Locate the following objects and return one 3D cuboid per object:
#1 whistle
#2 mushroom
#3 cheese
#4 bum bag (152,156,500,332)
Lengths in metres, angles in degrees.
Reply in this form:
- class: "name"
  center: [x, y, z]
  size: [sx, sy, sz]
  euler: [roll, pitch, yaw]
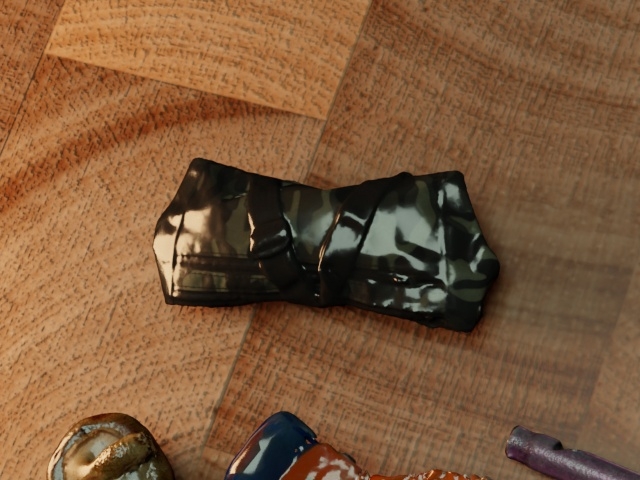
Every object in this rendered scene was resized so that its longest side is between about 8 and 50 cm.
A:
- class: "whistle"
  center: [0.237, 0.200, 1.591]
  size: [0.176, 0.033, 0.033]
  euler: [21, 79, 25]
- class: "mushroom"
  center: [-0.194, 0.219, 1.712]
  size: [0.127, 0.087, 0.127]
  euler: [-7, 65, 15]
- class: "cheese"
  center: [0.055, 0.270, 1.579]
  size: [0.329, 0.129, 0.217]
  euler: [35, 84, 27]
- class: "bum bag"
  center: [0.000, 0.000, 1.719]
  size: [0.340, 0.095, 0.144]
  euler: [4, 88, 23]
